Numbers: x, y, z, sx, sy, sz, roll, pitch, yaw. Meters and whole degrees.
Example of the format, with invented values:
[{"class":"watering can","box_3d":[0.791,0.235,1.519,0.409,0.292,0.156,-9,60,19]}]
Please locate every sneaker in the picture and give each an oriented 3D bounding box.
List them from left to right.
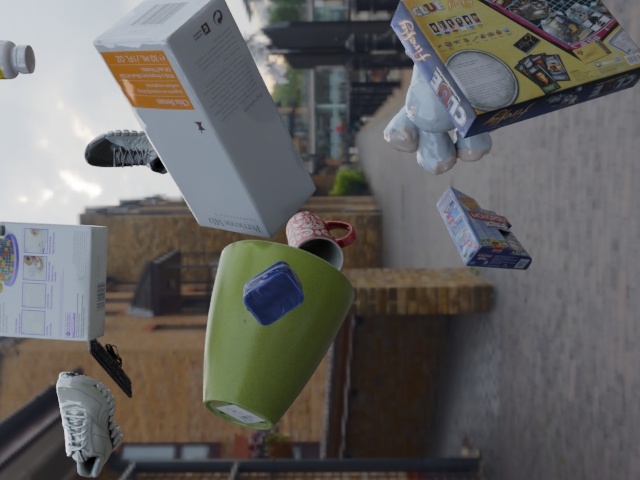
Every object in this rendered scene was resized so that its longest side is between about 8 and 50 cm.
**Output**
[{"class":"sneaker","box_3d":[-0.491,0.388,1.832,0.118,0.110,0.292,-70,-19,-44]},{"class":"sneaker","box_3d":[-0.412,-0.192,1.963,0.132,0.229,0.086,-121,23,-53]}]

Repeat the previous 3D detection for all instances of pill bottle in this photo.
[{"class":"pill bottle","box_3d":[-0.535,-0.297,1.442,0.065,0.116,0.065,-1,-90,-87]}]

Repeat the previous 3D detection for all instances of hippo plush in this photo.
[{"class":"hippo plush","box_3d":[0.264,-0.288,1.716,0.236,0.234,0.294,97,-171,-81]}]

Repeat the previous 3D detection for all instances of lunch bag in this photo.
[{"class":"lunch bag","box_3d":[-0.077,0.084,1.381,0.067,0.098,0.065,56,-172,-16]}]

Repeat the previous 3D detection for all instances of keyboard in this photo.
[{"class":"keyboard","box_3d":[-0.495,0.287,2.089,0.192,0.038,0.100,64,178,-41]}]

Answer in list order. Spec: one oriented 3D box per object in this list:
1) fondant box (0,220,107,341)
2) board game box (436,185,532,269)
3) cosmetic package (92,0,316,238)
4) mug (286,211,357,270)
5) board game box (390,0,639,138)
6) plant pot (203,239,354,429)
[{"class":"fondant box","box_3d":[-0.621,0.080,1.831,0.096,0.330,0.238,-19,-68,-84]},{"class":"board game box","box_3d":[0.343,-0.028,1.872,0.060,0.194,0.194,-56,47,32]},{"class":"cosmetic package","box_3d":[-0.215,-0.232,1.691,0.161,0.230,0.453,-50,-50,-30]},{"class":"mug","box_3d":[-0.003,0.009,1.952,0.169,0.150,0.113,-114,25,-63]},{"class":"board game box","box_3d":[0.221,-0.216,0.964,0.165,0.243,0.042,62,155,22]},{"class":"plant pot","box_3d":[-0.105,0.194,1.646,0.275,0.275,0.293,86,-161,-60]}]
